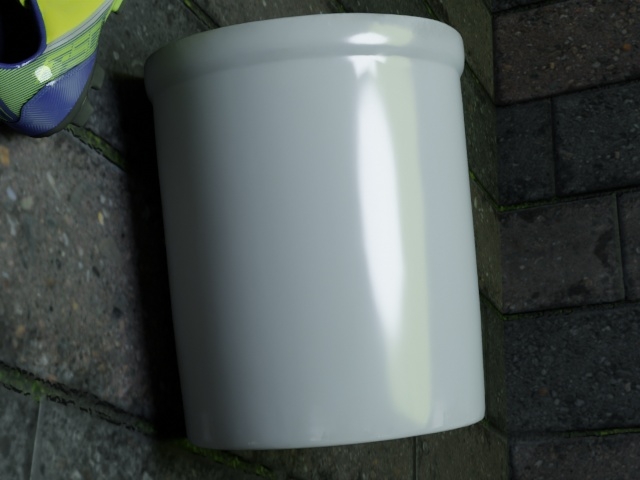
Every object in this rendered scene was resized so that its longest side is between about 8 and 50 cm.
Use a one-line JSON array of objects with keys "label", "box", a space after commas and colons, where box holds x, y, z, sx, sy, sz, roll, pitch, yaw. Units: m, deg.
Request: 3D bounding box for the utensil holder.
[{"label": "utensil holder", "box": [0.000, 0.000, 1.098, 0.328, 0.328, 0.385, 5, 78, -65]}]

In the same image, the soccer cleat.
[{"label": "soccer cleat", "box": [-0.235, -0.226, 0.943, 0.121, 0.093, 0.289, 40, 45, -46]}]
